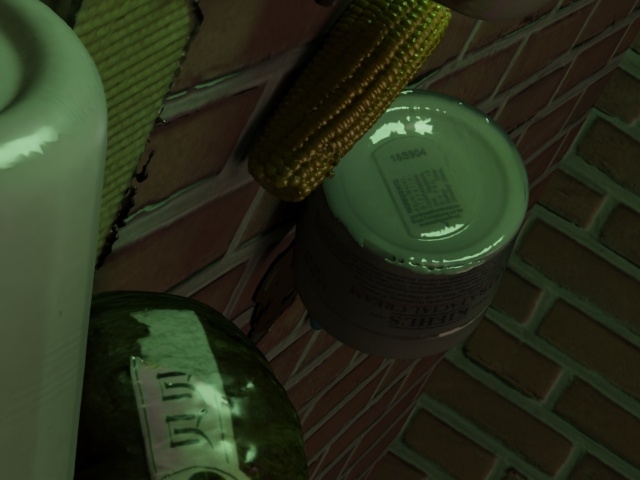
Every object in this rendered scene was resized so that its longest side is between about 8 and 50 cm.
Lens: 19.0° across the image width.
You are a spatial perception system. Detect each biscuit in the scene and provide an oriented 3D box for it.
[{"bbox_3d":[-0.125,-0.047,0.923,0.147,0.046,0.250,-40,161,-54],"label":"biscuit"}]

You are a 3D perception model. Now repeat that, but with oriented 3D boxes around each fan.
[{"bbox_3d":[0.000,0.000,1.739,0.227,0.008,0.152,-50,167,-30],"label":"fan"}]

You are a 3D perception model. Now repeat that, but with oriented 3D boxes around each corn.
[{"bbox_3d":[0.024,-0.114,1.347,0.206,0.067,0.067,-53,169,-14],"label":"corn"}]

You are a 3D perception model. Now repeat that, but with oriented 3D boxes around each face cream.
[{"bbox_3d":[0.071,-0.014,1.556,0.177,0.177,0.153,-51,167,-30],"label":"face cream"}]

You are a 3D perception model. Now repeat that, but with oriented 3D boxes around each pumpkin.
[{"bbox_3d":[-0.117,0.153,1.123,0.260,0.189,0.260,-179,-90,-74],"label":"pumpkin"}]

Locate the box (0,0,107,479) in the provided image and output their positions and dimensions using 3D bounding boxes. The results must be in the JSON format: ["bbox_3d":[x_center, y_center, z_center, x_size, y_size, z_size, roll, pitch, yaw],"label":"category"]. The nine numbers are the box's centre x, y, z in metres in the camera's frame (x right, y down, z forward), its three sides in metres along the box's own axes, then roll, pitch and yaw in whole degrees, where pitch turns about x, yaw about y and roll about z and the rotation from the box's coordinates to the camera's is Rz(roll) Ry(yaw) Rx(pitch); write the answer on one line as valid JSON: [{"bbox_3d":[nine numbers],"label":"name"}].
[{"bbox_3d":[-0.137,0.035,0.529,0.262,0.291,0.206,-120,-143,-54],"label":"box"}]

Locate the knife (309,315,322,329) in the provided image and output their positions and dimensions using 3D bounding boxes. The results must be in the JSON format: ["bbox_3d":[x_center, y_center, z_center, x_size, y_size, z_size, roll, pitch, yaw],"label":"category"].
[{"bbox_3d":[0.034,0.011,1.872,0.064,0.031,0.222,-52,172,-47],"label":"knife"}]

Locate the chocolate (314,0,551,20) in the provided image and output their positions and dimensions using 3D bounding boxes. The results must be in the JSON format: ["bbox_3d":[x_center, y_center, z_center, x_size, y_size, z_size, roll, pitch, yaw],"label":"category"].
[{"bbox_3d":[0.100,-0.209,1.200,0.221,0.147,0.221,-50,169,-13],"label":"chocolate"}]
